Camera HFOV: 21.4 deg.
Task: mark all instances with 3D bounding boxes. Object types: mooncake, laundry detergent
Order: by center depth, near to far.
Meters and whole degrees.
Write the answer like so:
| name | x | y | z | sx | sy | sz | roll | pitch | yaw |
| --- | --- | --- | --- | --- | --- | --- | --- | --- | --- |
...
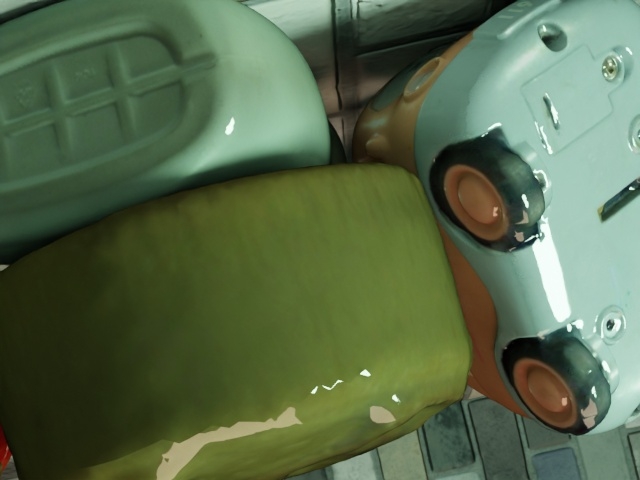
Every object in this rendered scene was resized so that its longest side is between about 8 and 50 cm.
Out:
| name | x | y | z | sx | sy | sz | roll | pitch | yaw |
| --- | --- | --- | --- | --- | --- | --- | --- | --- | --- |
| mooncake | -0.051 | 0.069 | 0.987 | 0.284 | 0.155 | 0.284 | -19 | 170 | -4 |
| laundry detergent | -0.096 | -0.043 | 1.091 | 0.264 | 0.124 | 0.398 | -18 | 169 | 16 |

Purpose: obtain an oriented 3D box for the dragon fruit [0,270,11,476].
| name | x | y | z | sx | sy | sz | roll | pitch | yaw |
| --- | --- | --- | --- | --- | --- | --- | --- | --- | --- |
| dragon fruit | -0.342 | 0.104 | 1.166 | 0.343 | 0.277 | 0.277 | -31 | 164 | 13 |

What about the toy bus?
| name | x | y | z | sx | sy | sz | roll | pitch | yaw |
| --- | --- | --- | --- | --- | --- | --- | --- | --- | --- |
| toy bus | 0.137 | -0.020 | 1.113 | 0.194 | 0.287 | 0.232 | -35 | -158 | -27 |
